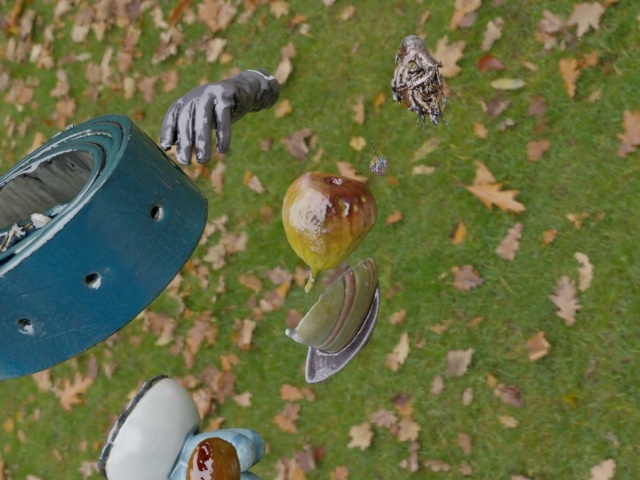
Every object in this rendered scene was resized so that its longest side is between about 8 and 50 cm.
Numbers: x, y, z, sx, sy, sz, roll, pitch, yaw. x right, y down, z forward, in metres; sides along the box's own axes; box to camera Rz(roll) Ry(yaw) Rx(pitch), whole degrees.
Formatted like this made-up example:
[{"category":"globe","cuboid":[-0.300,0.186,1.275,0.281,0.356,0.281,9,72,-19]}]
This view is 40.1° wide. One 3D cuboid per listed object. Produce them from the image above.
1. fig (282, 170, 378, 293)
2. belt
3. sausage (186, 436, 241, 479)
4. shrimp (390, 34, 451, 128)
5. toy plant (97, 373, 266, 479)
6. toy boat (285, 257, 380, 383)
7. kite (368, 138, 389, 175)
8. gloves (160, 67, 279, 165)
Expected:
[{"category":"fig","cuboid":[0.000,0.000,1.491,0.159,0.159,0.257,59,148,37]},{"category":"belt","cuboid":[-0.337,0.009,1.092,0.436,0.173,0.300,-16,38,33]},{"category":"sausage","cuboid":[-0.127,0.408,1.161,0.103,0.076,0.302,-46,46,29]},{"category":"shrimp","cuboid":[0.238,-0.371,2.068,0.343,0.116,0.145,-100,26,-46]},{"category":"toy plant","cuboid":[-0.229,0.437,1.694,0.332,0.247,0.247,28,102,10]},{"category":"toy boat","cuboid":[0.048,0.155,1.801,0.111,0.293,0.276,31,68,17]},{"category":"kite","cuboid":[0.122,-0.172,1.825,0.002,0.044,0.078,-173,86,-79]},{"category":"gloves","cuboid":[-0.186,-0.226,1.553,0.142,0.119,0.285,-20,22,43]}]
